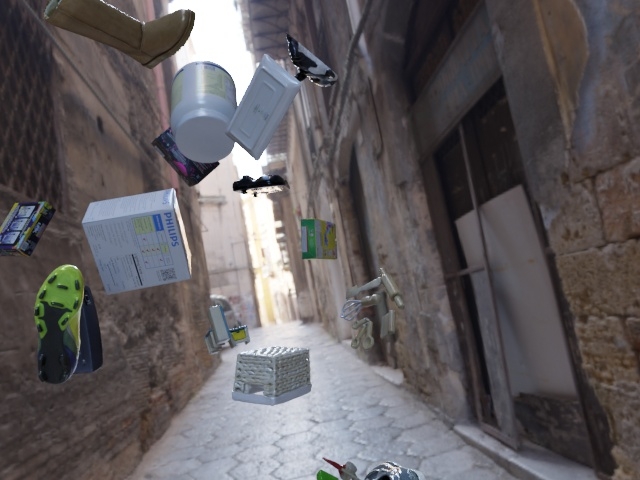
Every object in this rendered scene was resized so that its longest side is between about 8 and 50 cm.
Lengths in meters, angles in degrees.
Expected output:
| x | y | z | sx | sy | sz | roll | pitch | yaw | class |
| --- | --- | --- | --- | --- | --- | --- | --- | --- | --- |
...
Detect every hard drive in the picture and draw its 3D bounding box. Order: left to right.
| x | y | z | sx | sy | sz | roll | pitch | yaw | class |
| --- | --- | --- | --- | --- | --- | --- | --- | --- | --- |
| -0.716 | 0.262 | 1.575 | 0.172 | 0.254 | 0.054 | -14 | -5 | 35 | hard drive |

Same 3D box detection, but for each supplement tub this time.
| x | y | z | sx | sy | sz | roll | pitch | yaw | class |
| --- | --- | --- | --- | --- | --- | --- | --- | --- | --- |
| -0.405 | -0.452 | 1.875 | 0.236 | 0.324 | 0.235 | -7 | -40 | -6 | supplement tub |

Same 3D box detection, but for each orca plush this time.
| x | y | z | sx | sy | sz | roll | pitch | yaw | class |
| --- | --- | --- | --- | --- | --- | --- | --- | --- | --- |
| -0.043 | -0.538 | 1.695 | 0.102 | 0.151 | 0.287 | -51 | -12 | 13 | orca plush |

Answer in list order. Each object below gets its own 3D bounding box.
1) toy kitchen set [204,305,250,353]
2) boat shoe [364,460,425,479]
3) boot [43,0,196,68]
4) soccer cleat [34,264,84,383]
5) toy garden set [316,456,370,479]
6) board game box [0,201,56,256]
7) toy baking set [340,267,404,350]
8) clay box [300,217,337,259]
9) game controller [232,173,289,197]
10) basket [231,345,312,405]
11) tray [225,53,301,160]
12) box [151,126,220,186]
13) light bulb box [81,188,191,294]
| x | y | z | sx | sy | sz | roll | pitch | yaw | class |
| --- | --- | --- | --- | --- | --- | --- | --- | --- | --- |
| -0.324 | 0.310 | 1.916 | 0.166 | 0.122 | 0.207 | -11 | -20 | -28 | toy kitchen set |
| 0.176 | 0.674 | 1.475 | 0.099 | 0.116 | 0.319 | 6 | -22 | -18 | boat shoe |
| -0.467 | -0.521 | 1.258 | 0.236 | 0.089 | 0.270 | -25 | -28 | 35 | boot |
| -0.588 | 0.183 | 1.210 | 0.094 | 0.288 | 0.121 | 8 | 15 | -14 | soccer cleat |
| 0.088 | 0.517 | 1.036 | 0.244 | 0.049 | 0.204 | 32 | 9 | -11 | toy garden set |
| -0.895 | -0.034 | 1.602 | 0.141 | 0.170 | 0.048 | 0 | -32 | 26 | board game box |
| 0.123 | 0.165 | 1.363 | 0.030 | 0.256 | 0.196 | 30 | -66 | -27 | toy baking set |
| 0.000 | 0.000 | 1.730 | 0.053 | 0.127 | 0.222 | -4 | -4 | 19 | clay box |
| -0.192 | -0.179 | 1.785 | 0.167 | 0.067 | 0.319 | 2 | 3 | 0 | game controller |
| -0.103 | 0.293 | 1.180 | 0.113 | 0.103 | 0.167 | -2 | -6 | 27 | basket |
| -0.173 | -0.368 | 1.501 | 0.270 | 0.145 | 0.030 | -55 | -13 | 30 | tray |
| -0.570 | -0.368 | 2.260 | 0.142 | 0.247 | 0.163 | -45 | 18 | -18 | box |
| -0.767 | 0.002 | 2.284 | 0.362 | 0.357 | 0.225 | -10 | 30 | -8 | light bulb box |
